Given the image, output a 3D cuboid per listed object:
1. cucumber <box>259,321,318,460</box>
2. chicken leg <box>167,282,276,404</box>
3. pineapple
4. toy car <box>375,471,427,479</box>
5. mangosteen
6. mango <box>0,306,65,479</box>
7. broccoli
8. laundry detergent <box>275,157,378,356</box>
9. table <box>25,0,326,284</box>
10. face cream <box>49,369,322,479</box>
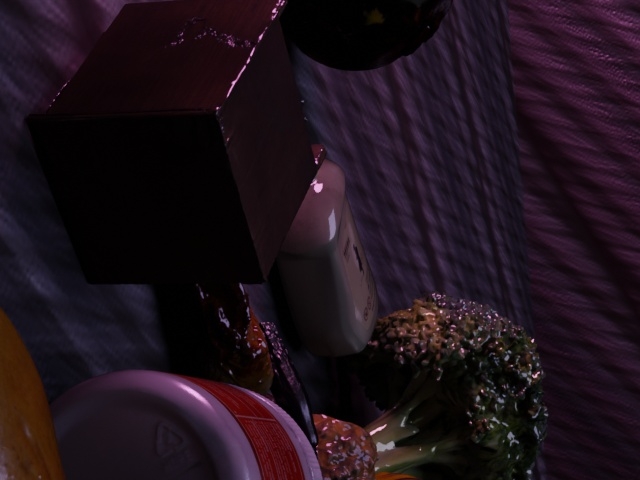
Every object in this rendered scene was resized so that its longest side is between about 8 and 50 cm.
[{"bbox_3d":[-0.036,0.162,1.631,0.039,0.043,0.163,-8,62,-40],"label":"cucumber"},{"bbox_3d":[-0.096,0.074,1.505,0.177,0.083,0.323,-99,177,-70],"label":"chicken leg"},{"bbox_3d":[-0.013,0.316,1.658,0.128,0.128,0.248,57,39,-58],"label":"pineapple"},{"bbox_3d":[0.112,0.366,1.730,0.200,0.248,0.142,-50,165,-24],"label":"toy car"},{"bbox_3d":[0.032,-0.328,1.806,0.265,0.228,0.228,48,14,10],"label":"mangosteen"},{"bbox_3d":[-0.237,0.126,0.947,0.167,0.130,0.262,-18,98,-67],"label":"mango"},{"bbox_3d":[0.118,0.216,1.955,0.375,0.301,0.249,107,-25,-46],"label":"broccoli"},{"bbox_3d":[0.000,0.000,1.788,0.181,0.091,0.253,-75,154,-49],"label":"laundry detergent"},{"bbox_3d":[-0.115,-0.087,1.302,0.193,0.172,0.169,-66,149,-48],"label":"table"},{"bbox_3d":[-0.116,0.204,1.194,0.187,0.201,0.201,26,63,-71],"label":"face cream"}]
